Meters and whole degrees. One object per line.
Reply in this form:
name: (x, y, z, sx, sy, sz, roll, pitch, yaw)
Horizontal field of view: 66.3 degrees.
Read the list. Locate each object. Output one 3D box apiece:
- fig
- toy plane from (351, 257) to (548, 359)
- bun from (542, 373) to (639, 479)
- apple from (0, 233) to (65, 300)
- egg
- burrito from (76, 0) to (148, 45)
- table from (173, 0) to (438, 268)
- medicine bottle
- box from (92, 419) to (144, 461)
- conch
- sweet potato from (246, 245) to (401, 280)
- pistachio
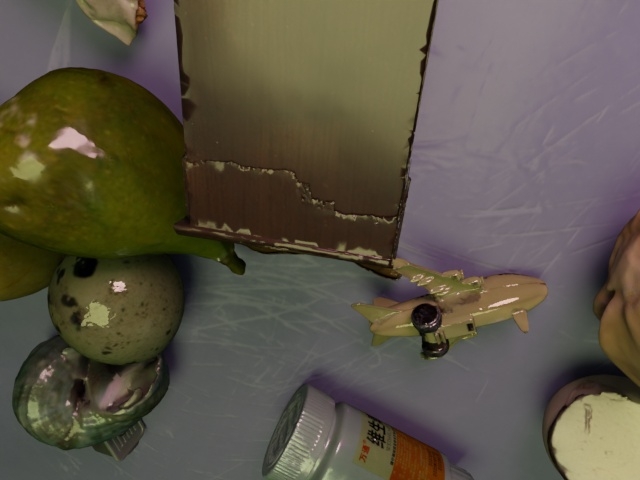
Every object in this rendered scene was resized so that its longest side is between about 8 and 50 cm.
fig: (-0.253, -0.056, 0.597, 0.233, 0.233, 0.314, -7, 142, 17)
toy plane: (0.172, 0.094, 0.647, 0.244, 0.092, 0.229, -10, 136, 18)
bun: (0.400, 0.267, 0.677, 0.173, 0.120, 0.172, 2, 95, 24)
apple: (-0.469, -0.031, 0.666, 0.261, 0.194, 0.260, 6, 119, 10)
egg: (-0.283, 0.092, 0.707, 0.177, 0.177, 0.228, 7, 141, 9)
burrito: (-0.320, -0.385, 0.496, 0.117, 0.076, 0.392, -36, 106, 27)
table: (0.000, -0.168, 0.445, 0.196, 0.250, 0.282, 10, 122, 8)
medicine bottle: (0.081, 0.372, 0.791, 0.318, 0.158, 0.158, 29, 122, -4)
box: (-0.405, 0.354, 0.943, 0.069, 0.084, 0.122, -1, 119, 25)
conch: (-0.396, 0.239, 0.827, 0.277, 0.195, 0.220, 16, 90, 30)
sweet potato: (0.002, -0.003, 0.652, 0.233, 0.062, 0.081, 12, 140, 2)
pistachio: (0.425, 0.084, 0.525, 0.214, 0.193, 0.318, -28, 121, 37)
